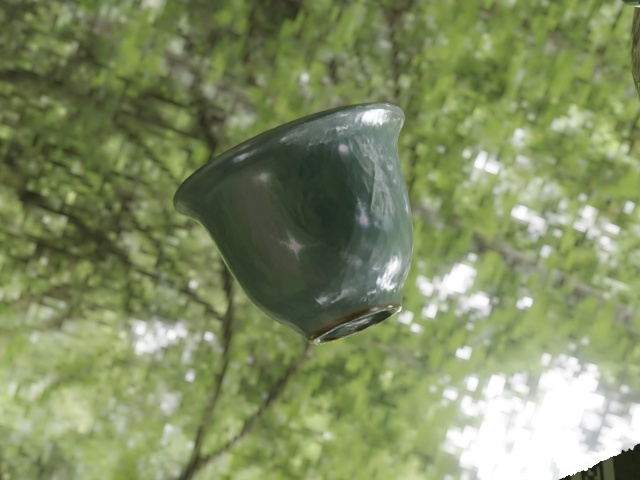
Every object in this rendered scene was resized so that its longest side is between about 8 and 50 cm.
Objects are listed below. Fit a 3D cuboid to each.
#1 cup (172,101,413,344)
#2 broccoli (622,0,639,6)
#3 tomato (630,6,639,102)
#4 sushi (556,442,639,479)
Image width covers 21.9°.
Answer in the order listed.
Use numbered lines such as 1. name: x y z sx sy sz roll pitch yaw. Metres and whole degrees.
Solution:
1. cup: 0.000 0.000 1.308 0.199 0.199 0.150 -41 -113 58
2. broccoli: 0.191 -0.132 0.307 0.288 0.245 0.248 27 -71 48
3. tomato: 0.257 -0.110 0.562 0.303 0.303 0.239 -177 -84 -72
4. sushi: 0.351 0.332 1.501 0.339 0.069 0.320 -40 -123 50
